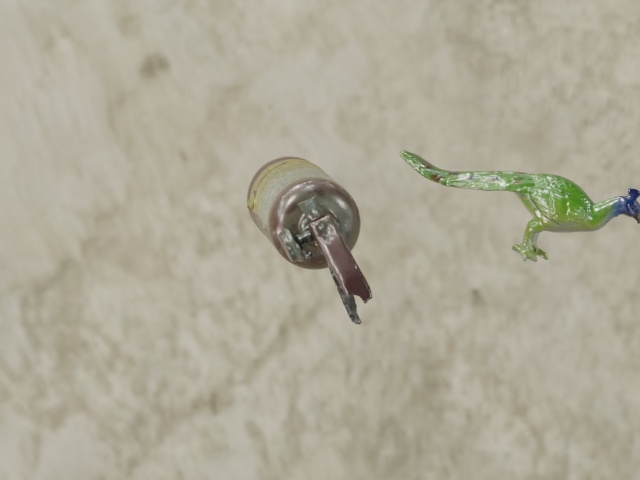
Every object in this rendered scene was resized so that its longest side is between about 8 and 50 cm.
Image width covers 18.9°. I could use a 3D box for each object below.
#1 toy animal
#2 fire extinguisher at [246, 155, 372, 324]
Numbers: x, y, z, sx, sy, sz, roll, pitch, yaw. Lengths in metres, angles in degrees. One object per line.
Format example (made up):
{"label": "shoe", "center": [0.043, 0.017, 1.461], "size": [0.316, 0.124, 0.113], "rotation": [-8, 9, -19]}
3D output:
{"label": "toy animal", "center": [0.163, -0.024, 1.630], "size": [0.216, 0.041, 0.075], "rotation": [11, 102, 24]}
{"label": "fire extinguisher", "center": [0.003, -0.007, 1.541], "size": [0.106, 0.252, 0.075], "rotation": [43, 90, -13]}
